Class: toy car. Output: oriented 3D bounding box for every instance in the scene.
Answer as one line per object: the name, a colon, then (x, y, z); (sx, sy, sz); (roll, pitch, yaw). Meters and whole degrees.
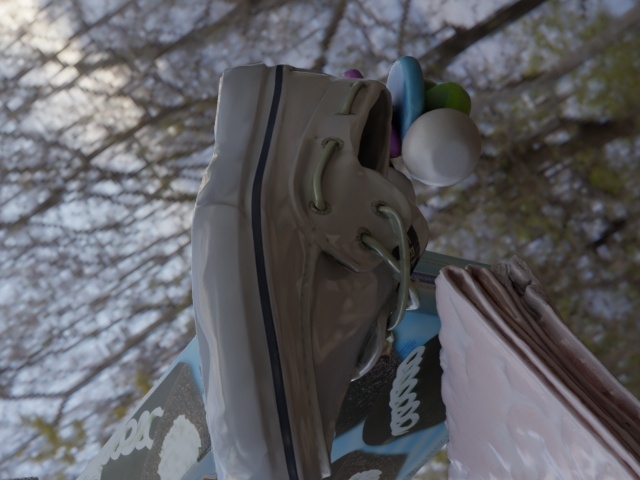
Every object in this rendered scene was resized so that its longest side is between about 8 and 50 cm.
toy car: (0.054, -0.101, 1.312); (0.136, 0.182, 0.159); (46, -171, -25)

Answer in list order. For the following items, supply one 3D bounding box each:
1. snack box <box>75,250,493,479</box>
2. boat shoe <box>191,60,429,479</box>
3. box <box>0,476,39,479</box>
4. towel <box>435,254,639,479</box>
snack box: (-0.035, 0.131, 0.780); (0.187, 0.322, 0.060); (12, -143, -47)
boat shoe: (0.000, 0.000, 0.475); (0.226, 0.076, 0.083); (-93, -4, -50)
box: (-0.284, 0.277, 1.126); (0.207, 0.108, 0.153); (110, 148, -82)
towel: (0.163, 0.206, 0.655); (0.317, 0.053, 0.332); (50, 158, 42)
